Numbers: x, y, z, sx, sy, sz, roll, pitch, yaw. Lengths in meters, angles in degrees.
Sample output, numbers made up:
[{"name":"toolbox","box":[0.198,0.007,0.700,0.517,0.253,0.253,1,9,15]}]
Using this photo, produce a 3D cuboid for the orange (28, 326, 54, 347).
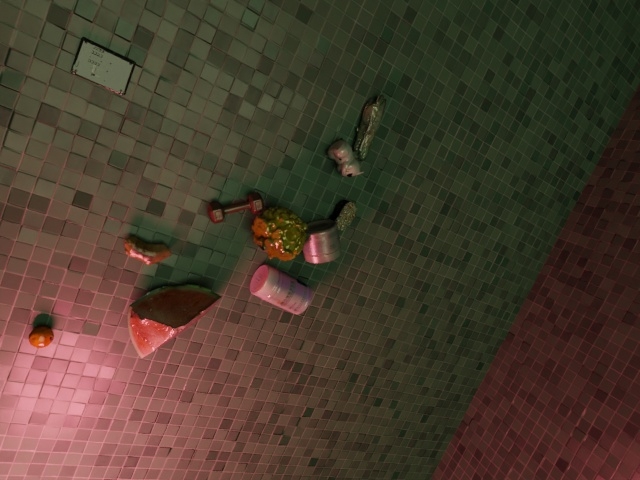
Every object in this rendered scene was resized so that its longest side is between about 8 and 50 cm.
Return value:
[{"name":"orange","box":[-1.070,0.370,1.670,0.083,0.083,0.084,-8,111,-23]}]

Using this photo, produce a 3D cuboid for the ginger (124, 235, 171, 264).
[{"name":"ginger","box":[-0.693,0.041,1.737,0.190,0.069,0.095,24,101,-31]}]

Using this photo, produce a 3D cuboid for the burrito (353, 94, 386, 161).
[{"name":"burrito","box":[0.218,-0.509,1.976,0.096,0.066,0.309,12,103,-33]}]

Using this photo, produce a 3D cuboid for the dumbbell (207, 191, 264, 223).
[{"name":"dumbbell","box":[-0.354,-0.137,1.827,0.230,0.082,0.092,-15,113,-20]}]

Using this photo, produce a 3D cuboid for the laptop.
[{"name":"laptop","box":[-0.752,-0.603,1.515,0.180,0.016,0.129,19,100,-30]}]

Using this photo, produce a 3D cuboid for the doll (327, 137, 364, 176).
[{"name":"doll","box":[0.109,-0.360,1.952,0.107,0.110,0.181,-45,121,-29]}]

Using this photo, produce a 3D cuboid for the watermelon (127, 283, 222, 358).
[{"name":"watermelon","box":[-0.626,0.287,1.796,0.222,0.319,0.292,50,40,-2]}]

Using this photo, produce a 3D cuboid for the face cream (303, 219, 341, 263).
[{"name":"face cream","box":[0.000,0.000,1.987,0.177,0.177,0.153,-17,114,-19]}]

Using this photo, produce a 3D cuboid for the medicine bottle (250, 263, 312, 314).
[{"name":"medicine bottle","box":[-0.180,0.225,1.996,0.254,0.152,0.152,30,93,-31]}]

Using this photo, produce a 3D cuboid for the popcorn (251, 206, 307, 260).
[{"name":"popcorn","box":[-0.178,-0.022,1.854,0.249,0.249,0.225,46,52,-30]}]

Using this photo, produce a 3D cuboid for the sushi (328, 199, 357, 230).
[{"name":"sushi","box":[0.108,-0.118,2.054,0.090,0.078,0.150,33,91,-31]}]
